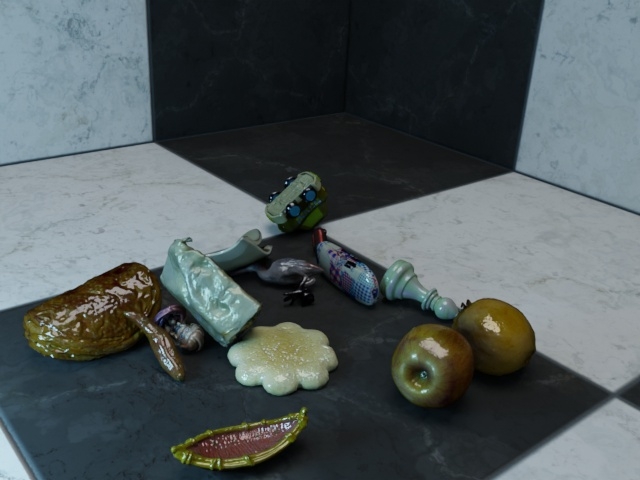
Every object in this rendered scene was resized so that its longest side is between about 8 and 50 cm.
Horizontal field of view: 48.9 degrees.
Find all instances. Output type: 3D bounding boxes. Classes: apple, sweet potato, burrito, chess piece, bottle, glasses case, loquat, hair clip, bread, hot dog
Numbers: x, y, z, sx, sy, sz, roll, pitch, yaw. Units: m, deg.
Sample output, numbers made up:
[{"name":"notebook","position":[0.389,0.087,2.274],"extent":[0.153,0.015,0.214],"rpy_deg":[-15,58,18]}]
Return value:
[{"name":"apple","position":[0.287,0.318,1.792],"extent":[0.211,0.211,0.188],"rpy_deg":[16,15,25]},{"name":"sweet potato","position":[-0.434,0.280,1.898],"extent":[0.255,0.058,0.078],"rpy_deg":[48,27,19]},{"name":"burrito","position":[-0.329,0.146,1.978],"extent":[0.332,0.190,0.135],"rpy_deg":[41,59,11]},{"name":"chess piece","position":[0.332,0.180,2.238],"extent":[0.271,0.139,0.139],"rpy_deg":[31,35,26]},{"name":"bottle","position":[0.000,0.000,2.635],"extent":[0.060,0.060,0.164],"rpy_deg":[1,24,-4]},{"name":"glasses case","position":[0.085,0.106,2.332],"extent":[0.076,0.125,0.327],"rpy_deg":[-21,33,-26]},{"name":"loquat","position":[0.476,0.270,1.951],"extent":[0.238,0.193,0.238],"rpy_deg":[5,47,-6]},{"name":"hair clip","position":[-0.257,0.038,2.409],"extent":[0.172,0.113,0.282],"rpy_deg":[-24,5,20]},{"name":"bread","position":[-0.102,0.316,1.941],"extent":[0.316,0.054,0.316],"rpy_deg":[4,26,-2]},{"name":"hot dog","position":[-0.633,0.208,1.979],"extent":[0.387,0.174,0.267],"rpy_deg":[-29,36,-35]}]

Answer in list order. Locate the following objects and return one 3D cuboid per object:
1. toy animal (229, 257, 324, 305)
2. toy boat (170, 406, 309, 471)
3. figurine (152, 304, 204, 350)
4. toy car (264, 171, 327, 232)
[{"name":"toy animal","position":[-0.128,0.110,2.340],"extent":[0.324,0.090,0.195],"rpy_deg":[21,39,38]},{"name":"toy boat","position":[-0.176,0.455,1.579],"extent":[0.318,0.099,0.141],"rpy_deg":[-11,24,-22]},{"name":"figurine","position":[-0.397,0.255,1.994],"extent":[0.157,0.114,0.126],"rpy_deg":[31,67,-1]},{"name":"toy car","position":[-0.073,-0.125,2.762],"extent":[0.248,0.198,0.204],"rpy_deg":[-44,32,-7]}]
